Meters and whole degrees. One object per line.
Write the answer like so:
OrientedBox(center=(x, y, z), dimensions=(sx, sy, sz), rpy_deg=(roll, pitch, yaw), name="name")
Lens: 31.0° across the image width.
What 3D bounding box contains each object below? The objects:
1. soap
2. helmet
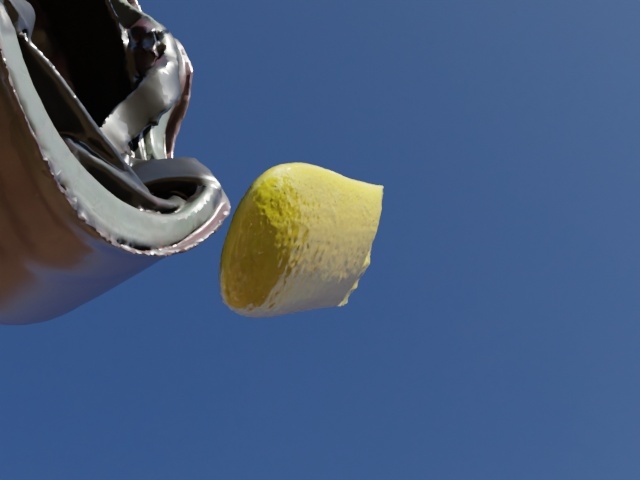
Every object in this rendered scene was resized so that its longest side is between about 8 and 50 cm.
OrientedBox(center=(0.000, 0.000, 0.653), dimensions=(0.168, 0.033, 0.089), rpy_deg=(-2, -63, -57), name="soap")
OrientedBox(center=(-0.203, -0.094, 0.638), dimensions=(0.197, 0.338, 0.271), rpy_deg=(-32, -33, 12), name="helmet")
